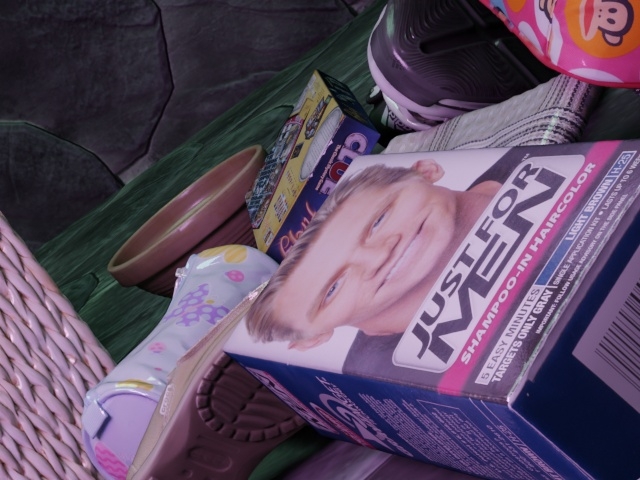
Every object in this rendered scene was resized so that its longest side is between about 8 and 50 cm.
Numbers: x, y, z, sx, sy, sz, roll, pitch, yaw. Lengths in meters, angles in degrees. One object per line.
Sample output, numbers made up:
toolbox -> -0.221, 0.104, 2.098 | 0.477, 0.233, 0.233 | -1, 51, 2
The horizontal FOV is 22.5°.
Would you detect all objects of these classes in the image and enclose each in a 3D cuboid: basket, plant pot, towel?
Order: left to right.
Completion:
basket -> -0.384, 0.178, 1.494 | 0.328, 0.331, 0.266 | -28, 14, 40
plant pot -> -0.133, -0.001, 1.939 | 0.237, 0.109, 0.237 | -36, 12, 9
towel -> 0.063, 0.010, 1.268 | 0.312, 0.056, 0.324 | -61, 19, -21

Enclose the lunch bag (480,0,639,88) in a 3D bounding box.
lunch bag -> 0.264, -0.214, 1.241 | 0.258, 0.120, 0.293 | -3, 29, -16

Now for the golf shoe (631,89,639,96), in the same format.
golf shoe -> 0.298, -0.173, 1.381 | 0.077, 0.094, 0.198 | -48, 33, 28

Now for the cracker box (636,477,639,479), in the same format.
cracker box -> 0.103, 0.182, 0.639 | 0.232, 0.067, 0.155 | -35, 13, 14

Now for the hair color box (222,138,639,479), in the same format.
hair color box -> 0.090, 0.040, 0.959 | 0.174, 0.105, 0.347 | -55, 22, -16

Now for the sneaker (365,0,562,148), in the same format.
sneaker -> 0.127, -0.143, 1.567 | 0.257, 0.169, 0.447 | -43, -9, 32

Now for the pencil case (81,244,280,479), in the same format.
pencil case -> -0.108, 0.109, 1.414 | 0.113, 0.124, 0.273 | -37, 12, 32

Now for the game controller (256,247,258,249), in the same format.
game controller -> 0.000, 0.000, 1.640 | 0.166, 0.067, 0.319 | -42, 11, -14

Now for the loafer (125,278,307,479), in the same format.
loafer -> -0.069, 0.114, 1.184 | 0.268, 0.102, 0.092 | -51, 28, 20

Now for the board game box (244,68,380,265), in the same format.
board game box -> -0.013, -0.073, 1.627 | 0.165, 0.042, 0.243 | -60, 14, 12
